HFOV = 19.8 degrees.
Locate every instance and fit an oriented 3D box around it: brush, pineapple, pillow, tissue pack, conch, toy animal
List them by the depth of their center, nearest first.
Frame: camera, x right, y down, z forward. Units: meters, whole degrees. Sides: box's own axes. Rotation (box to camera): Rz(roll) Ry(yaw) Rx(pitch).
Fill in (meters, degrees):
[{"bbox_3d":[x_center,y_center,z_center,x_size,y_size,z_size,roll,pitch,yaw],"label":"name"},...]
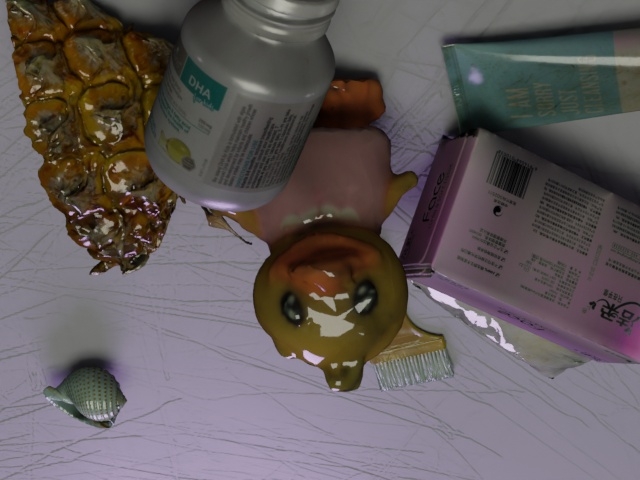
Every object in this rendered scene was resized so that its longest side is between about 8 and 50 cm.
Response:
[{"bbox_3d":[-0.172,-0.077,1.680,0.158,0.161,0.334,-10,126,4],"label":"pineapple"},{"bbox_3d":[0.001,0.004,1.683,0.195,0.281,0.169,-10,150,3],"label":"toy animal"},{"bbox_3d":[0.210,0.011,1.747,0.246,0.148,0.092,25,168,-19],"label":"tissue pack"},{"bbox_3d":[0.204,0.059,1.859,0.229,0.051,0.128,35,128,-24],"label":"pillow"},{"bbox_3d":[0.076,0.075,1.897,0.083,0.011,0.205,-13,127,10],"label":"brush"},{"bbox_3d":[-0.244,0.163,1.935,0.085,0.056,0.076,23,150,18],"label":"conch"}]

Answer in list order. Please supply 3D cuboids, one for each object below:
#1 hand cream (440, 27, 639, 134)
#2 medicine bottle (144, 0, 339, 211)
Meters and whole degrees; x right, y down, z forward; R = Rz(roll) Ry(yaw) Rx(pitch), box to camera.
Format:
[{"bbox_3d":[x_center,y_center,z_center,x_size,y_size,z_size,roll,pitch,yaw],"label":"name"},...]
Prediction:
[{"bbox_3d":[0.272,-0.156,1.680,0.312,0.070,0.111,-9,132,11],"label":"hand cream"},{"bbox_3d":[-0.060,-0.141,1.546,0.135,0.135,0.215,15,129,-12],"label":"medicine bottle"}]
